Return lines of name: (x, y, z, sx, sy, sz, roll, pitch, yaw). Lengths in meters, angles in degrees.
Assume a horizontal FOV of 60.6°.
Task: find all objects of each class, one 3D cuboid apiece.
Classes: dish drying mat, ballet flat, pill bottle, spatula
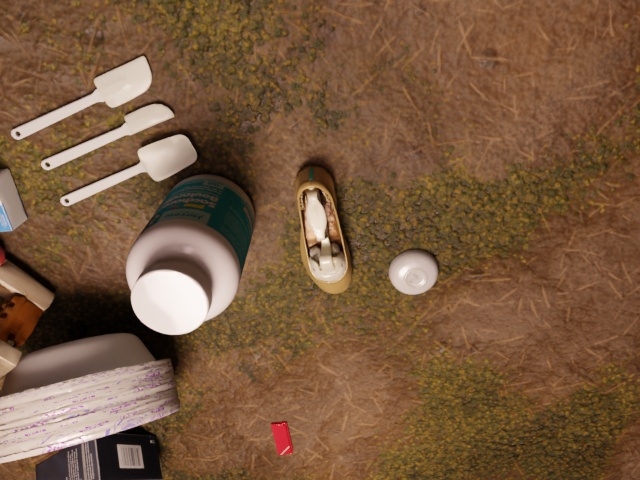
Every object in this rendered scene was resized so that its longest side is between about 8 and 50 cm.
dish drying mat: (-0.076, 0.394, 1.087, 0.032, 0.008, 0.083, -7, 116, 5)
ballet flat: (0.000, 0.000, 0.855, 0.080, 0.073, 0.232, -11, 116, 6)
pill bottle: (-0.175, 0.016, 0.757, 0.146, 0.264, 0.146, 0, 116, 0)
spatula: (-0.323, -0.146, 0.816, 0.242, 0.019, 0.168, -22, 115, 11)

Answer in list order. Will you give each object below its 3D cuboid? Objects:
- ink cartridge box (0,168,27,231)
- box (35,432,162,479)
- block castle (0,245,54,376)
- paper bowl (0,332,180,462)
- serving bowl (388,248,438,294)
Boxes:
ink cartridge box: (-0.535, -0.057, 0.842, 0.123, 0.052, 0.088, -5, 116, 4)
box: (-0.413, 0.436, 1.026, 0.158, 0.093, 0.156, -31, 147, 16)
block castle: (-0.604, 0.205, 0.757, 0.303, 0.453, 0.213, -37, 118, 18)
paper bowl: (-0.381, 0.241, 0.881, 0.284, 0.284, 0.148, -18, 80, 9)
serving bowl: (0.156, 0.057, 0.908, 0.083, 0.027, 0.083, 0, 117, 1)
